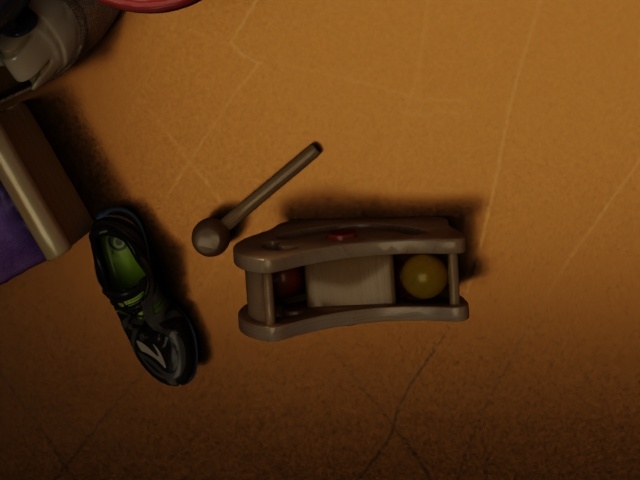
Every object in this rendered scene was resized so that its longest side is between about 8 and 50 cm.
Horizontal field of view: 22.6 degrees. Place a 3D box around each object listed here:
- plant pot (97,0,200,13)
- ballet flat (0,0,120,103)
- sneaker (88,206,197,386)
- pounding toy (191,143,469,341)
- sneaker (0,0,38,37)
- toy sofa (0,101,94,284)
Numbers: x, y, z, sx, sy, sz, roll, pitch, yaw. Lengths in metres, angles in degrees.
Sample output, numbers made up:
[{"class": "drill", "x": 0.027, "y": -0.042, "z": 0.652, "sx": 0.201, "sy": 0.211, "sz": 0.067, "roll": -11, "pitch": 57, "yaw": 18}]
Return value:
[{"class": "plant pot", "x": -0.144, "y": -0.298, "z": 1.401, "sx": 0.191, "sy": 0.174, "sz": 0.191, "roll": 0, "pitch": 101, "yaw": 1}, {"class": "ballet flat", "x": -0.309, "y": -0.158, "z": 1.470, "sx": 0.316, "sy": 0.106, "sz": 0.108, "roll": -32, "pitch": 120, "yaw": -2}, {"class": "sneaker", "x": -0.180, "y": 0.060, "z": 1.555, "sx": 0.067, "sy": 0.078, "sz": 0.188, "roll": -21, "pitch": 100, "yaw": 15}, {"class": "pounding toy", "x": 0.000, "y": 0.000, "z": 1.465, "sx": 0.269, "sy": 0.154, "sz": 0.155, "roll": -1, "pitch": 104, "yaw": 11}, {"class": "sneaker", "x": -0.392, "y": -0.260, "z": 1.420, "sx": 0.322, "sy": 0.236, "sz": 0.130, "roll": 11, "pitch": 144, "yaw": 18}, {"class": "toy sofa", "x": -0.417, "y": 0.019, "z": 1.543, "sx": 0.362, "sy": 0.177, "sz": 0.150, "roll": -26, "pitch": 98, "yaw": 16}]
